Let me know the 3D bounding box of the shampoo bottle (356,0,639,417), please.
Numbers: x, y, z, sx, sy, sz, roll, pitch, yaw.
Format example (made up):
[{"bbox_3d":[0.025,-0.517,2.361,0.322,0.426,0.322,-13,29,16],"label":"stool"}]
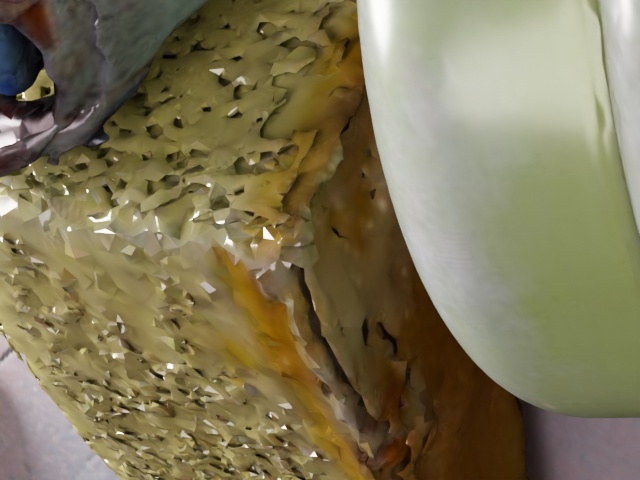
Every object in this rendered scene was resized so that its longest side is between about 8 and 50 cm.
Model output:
[{"bbox_3d":[0.191,-0.080,0.581,0.317,0.322,0.322,-6,102,27],"label":"shampoo bottle"}]

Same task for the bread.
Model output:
[{"bbox_3d":[0.000,0.000,0.883,0.248,0.279,0.315,7,151,30],"label":"bread"}]

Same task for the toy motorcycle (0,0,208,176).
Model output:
[{"bbox_3d":[-0.119,-0.176,0.804,0.241,0.319,0.182,18,149,-10],"label":"toy motorcycle"}]
